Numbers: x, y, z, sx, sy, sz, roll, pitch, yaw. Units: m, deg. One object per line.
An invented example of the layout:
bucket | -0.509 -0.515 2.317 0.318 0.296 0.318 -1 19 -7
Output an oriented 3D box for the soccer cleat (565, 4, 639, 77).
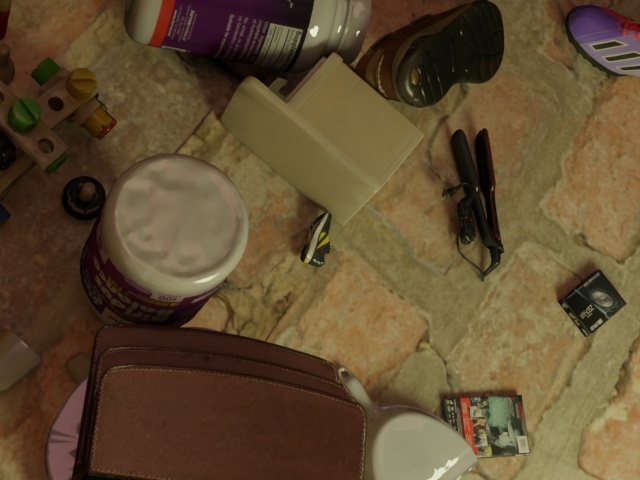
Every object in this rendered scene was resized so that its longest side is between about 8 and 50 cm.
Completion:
soccer cleat | 0.536 -0.294 2.076 0.318 0.116 0.108 27 66 -8

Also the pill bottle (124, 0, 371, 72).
pill bottle | -0.100 -0.336 1.844 0.323 0.181 0.181 8 70 -16

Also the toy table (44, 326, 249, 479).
toy table | -0.217 0.230 1.627 0.274 0.161 0.252 -23 81 -23

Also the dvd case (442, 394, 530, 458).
dvd case | 0.231 0.260 1.846 0.119 0.013 0.087 -2 73 -18

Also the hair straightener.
hair straightener | 0.213 -0.053 1.934 0.089 0.047 0.230 -1 77 -18

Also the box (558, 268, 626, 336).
box | 0.400 0.092 1.955 0.083 0.018 0.067 -35 85 -25

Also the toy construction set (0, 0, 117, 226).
toy construction set | -0.369 -0.183 1.673 0.257 0.237 0.309 -18 78 -23

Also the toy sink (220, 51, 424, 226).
toy sink | 0.002 -0.159 1.835 0.234 0.153 0.131 40 65 -1

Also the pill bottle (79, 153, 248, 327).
pill bottle | -0.203 0.021 1.622 0.169 0.301 0.169 6 70 -16

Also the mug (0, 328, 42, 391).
mug | -0.395 0.152 1.659 0.064 0.078 0.062 -49 124 -17

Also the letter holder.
letter holder | -0.110 0.191 1.505 0.302 0.152 0.214 11 69 -14

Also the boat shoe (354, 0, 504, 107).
boat shoe | 0.159 -0.276 1.913 0.324 0.120 0.122 -28 118 -53

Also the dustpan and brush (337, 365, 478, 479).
dustpan and brush | 0.093 0.255 1.785 0.147 0.060 0.211 -37 93 -12

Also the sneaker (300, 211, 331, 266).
sneaker | 0.000 0.000 1.851 0.035 0.031 0.083 31 70 -20
